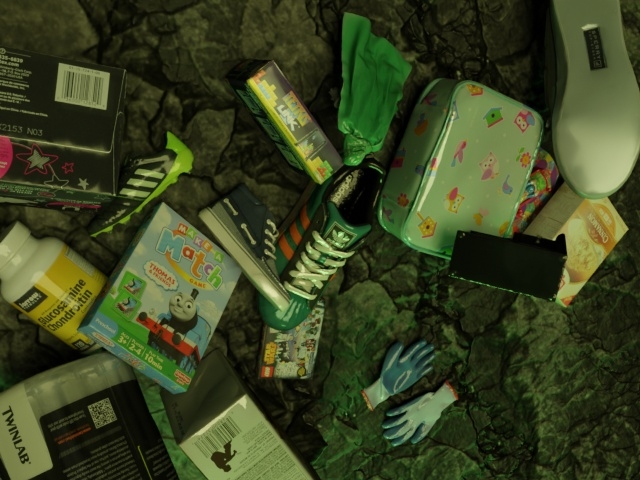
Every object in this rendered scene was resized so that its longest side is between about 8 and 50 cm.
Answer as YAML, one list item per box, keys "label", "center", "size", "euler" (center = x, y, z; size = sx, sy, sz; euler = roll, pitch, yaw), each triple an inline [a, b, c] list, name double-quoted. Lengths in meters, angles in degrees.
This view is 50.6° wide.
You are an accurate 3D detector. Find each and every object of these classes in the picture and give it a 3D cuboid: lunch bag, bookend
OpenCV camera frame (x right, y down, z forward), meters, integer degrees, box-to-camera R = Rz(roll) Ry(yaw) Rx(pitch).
- label: "lunch bag"
  center: [0.226, -0.101, 1.080]
  size: [0.224, 0.108, 0.279]
  euler: [14, 100, -31]
- label: "bookend"
  center: [0.289, 0.021, 1.037]
  size: [0.156, 0.157, 0.072]
  euler: [14, 106, 16]

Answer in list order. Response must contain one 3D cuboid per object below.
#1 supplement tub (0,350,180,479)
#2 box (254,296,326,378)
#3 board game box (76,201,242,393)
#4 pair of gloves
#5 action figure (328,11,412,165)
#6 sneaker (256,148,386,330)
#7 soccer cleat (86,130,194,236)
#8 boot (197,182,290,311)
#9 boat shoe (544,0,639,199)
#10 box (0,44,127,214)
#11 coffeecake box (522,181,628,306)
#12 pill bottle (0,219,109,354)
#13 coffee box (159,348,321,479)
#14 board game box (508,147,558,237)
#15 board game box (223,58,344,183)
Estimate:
- label: "supplement tub"
  center: [-0.286, 0.330, 0.864]
  size: [0.207, 0.207, 0.338]
  euler: [-23, 81, -15]
- label: "box"
  center: [-0.048, 0.154, 1.080]
  size: [0.094, 0.027, 0.137]
  euler: [5, 102, -22]
- label: "board game box"
  center: [-0.209, 0.076, 0.925]
  size: [0.160, 0.039, 0.211]
  euler: [42, 48, -26]
- label: "pair of gloves"
  center: [0.156, 0.268, 1.197]
  size: [0.159, 0.023, 0.198]
  euler: [-36, 115, -12]
- label: "action figure"
  center: [0.061, -0.198, 0.947]
  size: [0.137, 0.063, 0.232]
  euler: [28, 53, -23]
- label: "sneaker"
  center: [0.000, 0.000, 0.996]
  size: [0.108, 0.121, 0.302]
  euler: [26, 88, -21]
- label: "soccer cleat"
  center: [-0.255, -0.077, 0.924]
  size: [0.179, 0.060, 0.072]
  euler: [-42, 105, -14]
- label: "boot"
  center: [-0.086, 0.006, 0.966]
  size: [0.086, 0.069, 0.190]
  euler: [-39, 81, -11]
- label: "boat shoe"
  center: [0.416, -0.244, 1.092]
  size: [0.136, 0.156, 0.367]
  euler: [-8, 86, 8]
- label: "box"
  center: [-0.368, -0.131, 0.794]
  size: [0.247, 0.142, 0.163]
  euler: [6, 80, -24]
- label: "coffeecake box"
  center: [0.442, 0.002, 1.208]
  size: [0.185, 0.068, 0.142]
  euler: [-51, 124, -3]
- label: "pill bottle"
  center: [-0.349, 0.060, 0.891]
  size: [0.103, 0.103, 0.184]
  euler: [-48, 116, -4]
- label: "coffee box"
  center: [-0.101, 0.332, 1.029]
  size: [0.119, 0.168, 0.297]
  euler: [-36, 115, -10]
- label: "board game box"
  center: [0.361, -0.082, 1.181]
  size: [0.133, 0.033, 0.168]
  euler: [14, 98, -24]
- label: "board game box"
  center: [-0.053, -0.167, 0.931]
  size: [0.048, 0.141, 0.170]
  euler: [-40, 115, -8]
